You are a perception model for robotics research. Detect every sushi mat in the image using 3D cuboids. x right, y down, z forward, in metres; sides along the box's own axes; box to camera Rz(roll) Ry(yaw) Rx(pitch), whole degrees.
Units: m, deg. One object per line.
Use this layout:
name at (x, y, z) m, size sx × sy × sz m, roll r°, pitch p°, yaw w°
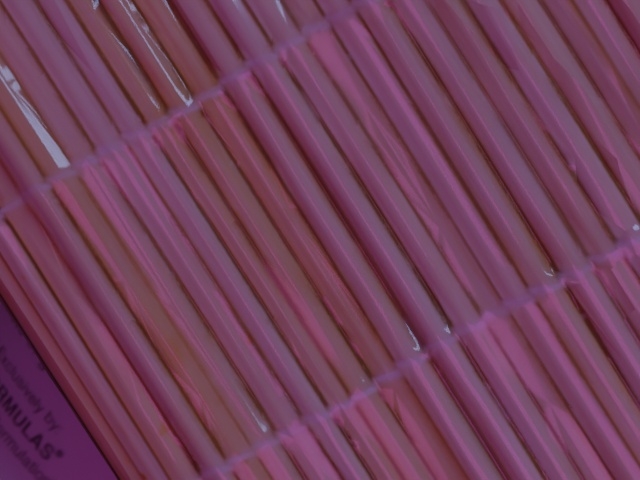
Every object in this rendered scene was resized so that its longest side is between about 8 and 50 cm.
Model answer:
sushi mat at (-0.007, -0.034, 0.350) m, size 0.151 × 0.019 × 0.316 m, roll -32°, pitch 93°, yaw 7°

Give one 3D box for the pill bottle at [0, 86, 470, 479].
pill bottle at (0.000, 0.000, 0.433) m, size 0.131 × 0.131 × 0.229 m, roll 36°, pitch 107°, yaw -22°
